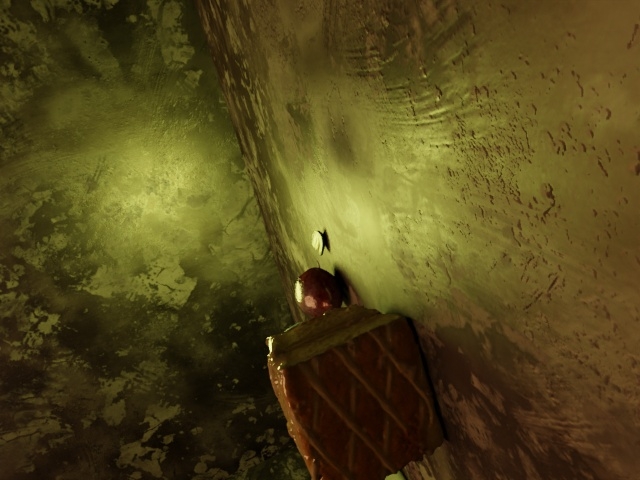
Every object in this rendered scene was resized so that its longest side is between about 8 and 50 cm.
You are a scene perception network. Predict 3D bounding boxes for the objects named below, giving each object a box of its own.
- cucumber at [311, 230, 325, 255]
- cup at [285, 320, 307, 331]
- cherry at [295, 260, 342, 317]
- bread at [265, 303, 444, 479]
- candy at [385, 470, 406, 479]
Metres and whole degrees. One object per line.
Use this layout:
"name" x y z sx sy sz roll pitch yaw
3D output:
"cucumber" 0.000 0.000 1.697 0.067 0.035 0.107 52 154 25
"cup" -0.011 0.562 2.176 0.257 0.331 0.311 46 -174 -40
"cherry" 0.000 0.202 1.704 0.249 0.175 0.192 -148 51 -67
"bread" 0.076 0.400 1.204 0.279 0.370 0.390 -170 60 -77
"candy" 0.301 1.031 1.764 0.358 0.145 0.208 -140 31 -68
